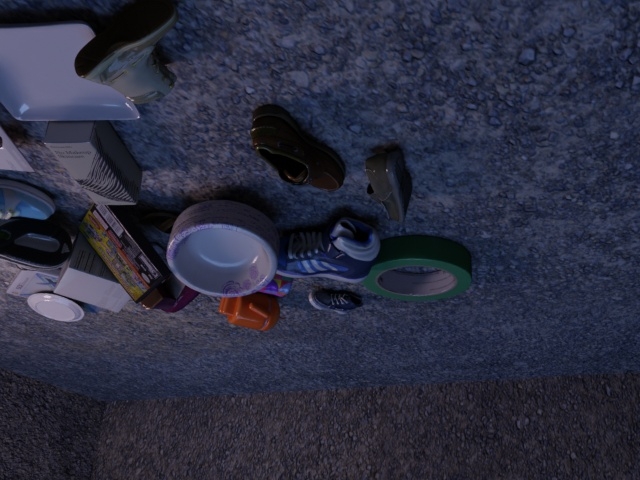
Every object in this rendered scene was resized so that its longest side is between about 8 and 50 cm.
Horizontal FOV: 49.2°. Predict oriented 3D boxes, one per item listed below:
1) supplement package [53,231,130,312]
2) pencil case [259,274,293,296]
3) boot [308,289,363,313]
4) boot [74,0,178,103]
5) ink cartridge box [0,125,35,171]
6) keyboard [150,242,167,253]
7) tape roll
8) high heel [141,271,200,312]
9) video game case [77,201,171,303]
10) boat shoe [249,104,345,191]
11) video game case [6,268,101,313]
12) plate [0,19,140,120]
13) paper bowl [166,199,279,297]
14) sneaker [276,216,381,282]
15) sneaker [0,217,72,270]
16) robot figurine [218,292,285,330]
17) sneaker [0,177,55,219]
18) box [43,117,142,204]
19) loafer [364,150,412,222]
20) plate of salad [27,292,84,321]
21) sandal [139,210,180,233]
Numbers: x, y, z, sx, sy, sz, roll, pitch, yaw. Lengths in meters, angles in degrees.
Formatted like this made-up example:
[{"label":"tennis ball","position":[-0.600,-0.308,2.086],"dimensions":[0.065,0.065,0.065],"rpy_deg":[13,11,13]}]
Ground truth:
[{"label":"supplement package","position":[-0.650,0.089,2.073],"dimensions":[0.203,0.149,0.194],"rpy_deg":[22,144,-23]},{"label":"pencil case","position":[-0.203,0.110,2.145],"dimensions":[0.237,0.104,0.104],"rpy_deg":[10,154,-15]},{"label":"boot","position":[0.053,0.195,2.337],"dimensions":[0.086,0.069,0.190],"rpy_deg":[-27,149,37]},{"label":"boot","position":[-0.306,-0.331,1.248],"dimensions":[0.213,0.077,0.165],"rpy_deg":[-30,156,18]},{"label":"ink cartridge box","position":[-0.788,-0.252,1.504],"dimensions":[0.261,0.066,0.296],"rpy_deg":[3,155,2]},{"label":"keyboard","position":[-0.600,0.030,2.134],"dimensions":[0.256,0.014,0.072],"rpy_deg":[-2,154,13]},{"label":"tape roll","position":[0.280,0.087,2.049],"dimensions":[0.322,0.077,0.321],"rpy_deg":[3,155,1]},{"label":"high heel","position":[-0.352,0.086,2.064],"dimensions":[0.377,0.127,0.181],"rpy_deg":[-32,165,19]},{"label":"video game case","position":[-0.534,0.023,1.888],"dimensions":[0.274,0.035,0.248],"rpy_deg":[53,143,-2]},{"label":"boat shoe","position":[-0.052,-0.167,1.525],"dimensions":[0.111,0.104,0.307],"rpy_deg":[-14,149,33]},{"label":"video game case","position":[-0.901,0.172,2.454],"dimensions":[0.329,0.036,0.300],"rpy_deg":[18,151,-28]},{"label":"plate","position":[-0.514,-0.325,1.333],"dimensions":[0.278,0.045,0.277],"rpy_deg":[1,154,7]},{"label":"paper bowl","position":[-0.247,0.008,1.823],"dimensions":[0.285,0.148,0.284],"rpy_deg":[1,134,1]},{"label":"sneaker","position":[0.000,0.000,1.876],"dimensions":[0.323,0.130,0.236],"rpy_deg":[10,144,-1]},{"label":"sneaker","position":[-0.928,0.000,1.944],"dimensions":[0.448,0.169,0.257],"rpy_deg":[20,158,-17]},{"label":"robot figurine","position":[-0.231,0.237,2.382],"dimensions":[0.220,0.128,0.158],"rpy_deg":[16,135,-23]},{"label":"sneaker","position":[-0.850,-0.056,1.764],"dimensions":[0.319,0.208,0.127],"rpy_deg":[15,151,-24]},{"label":"box","position":[-0.502,-0.183,1.573],"dimensions":[0.113,0.094,0.275],"rpy_deg":[0,155,9]},{"label":"loafer","position":[0.156,-0.127,1.617],"dimensions":[0.088,0.094,0.251],"rpy_deg":[8,152,19]},{"label":"plate of salad","position":[-0.939,0.232,2.493],"dimensions":[0.200,0.048,0.199],"rpy_deg":[5,144,4]},{"label":"sandal","position":[-0.405,-0.042,1.909],"dimensions":[0.180,0.049,0.072],"rpy_deg":[7,155,-7]}]
